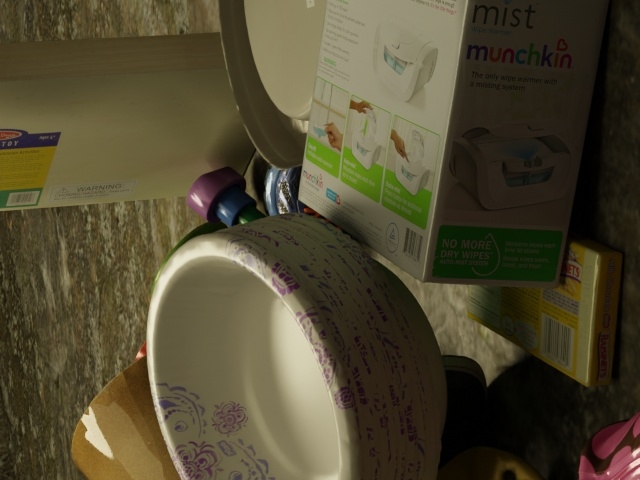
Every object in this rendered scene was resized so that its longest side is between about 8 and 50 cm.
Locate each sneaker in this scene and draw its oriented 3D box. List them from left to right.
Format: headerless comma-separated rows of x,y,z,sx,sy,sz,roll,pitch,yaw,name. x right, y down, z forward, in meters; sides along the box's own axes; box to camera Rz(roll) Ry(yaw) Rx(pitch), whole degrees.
0.000,0.000,1.827,0.087,0.083,0.221,24,124,52,sneaker
0.108,0.214,1.550,0.226,0.086,0.163,95,169,-51,sneaker

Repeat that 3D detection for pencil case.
0.245,0.128,1.183,0.209,0.098,0.095,123,137,-57,pencil case

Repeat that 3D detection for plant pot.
-0.114,0.277,2.010,0.254,0.237,0.237,52,144,31,plant pot

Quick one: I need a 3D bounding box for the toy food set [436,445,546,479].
0.146,0.273,1.488,0.128,0.071,0.218,12,99,29,toy food set

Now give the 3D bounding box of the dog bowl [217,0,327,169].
0.003,-0.241,1.703,0.349,0.102,0.349,174,90,-69,dog bowl

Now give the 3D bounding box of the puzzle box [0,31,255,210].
-0.256,-0.126,1.975,0.272,0.409,0.052,122,138,-56,puzzle box

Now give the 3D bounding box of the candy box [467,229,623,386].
0.173,0.036,1.436,0.206,0.027,0.105,-148,60,-64,candy box

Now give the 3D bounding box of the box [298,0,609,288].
0.093,-0.108,1.435,0.262,0.126,0.231,-146,62,-64,box

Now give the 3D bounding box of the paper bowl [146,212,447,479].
-0.008,0.117,1.479,0.284,0.148,0.284,26,124,47,paper bowl

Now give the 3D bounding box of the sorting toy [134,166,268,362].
-0.120,0.078,2.146,0.126,0.127,0.365,39,135,21,sorting toy
